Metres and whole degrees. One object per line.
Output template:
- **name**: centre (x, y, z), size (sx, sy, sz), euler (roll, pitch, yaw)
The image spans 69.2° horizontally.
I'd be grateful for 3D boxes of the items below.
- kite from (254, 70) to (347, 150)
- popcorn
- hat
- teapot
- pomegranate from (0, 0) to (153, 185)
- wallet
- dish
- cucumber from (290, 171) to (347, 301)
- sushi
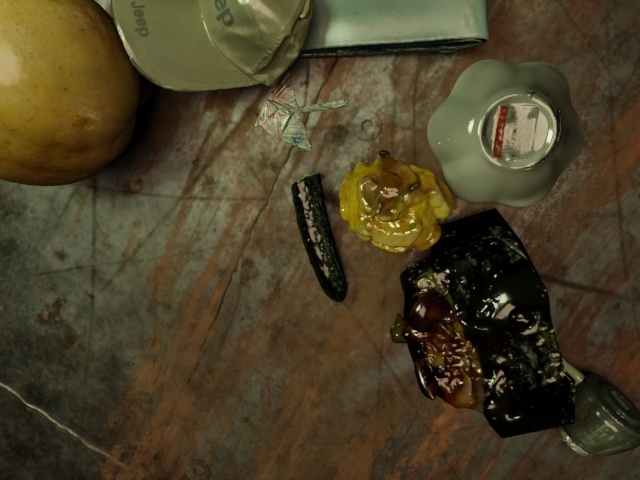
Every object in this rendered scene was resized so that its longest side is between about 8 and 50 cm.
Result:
- **kite**: centre (-0.035, -0.209, 0.734), size (0.152, 0.005, 0.138), euler (-18, 97, 9)
- **popcorn**: centre (0.108, -0.053, 0.676), size (0.167, 0.152, 0.149), euler (6, 59, 9)
- **hat**: centre (-0.142, -0.320, 0.630), size (0.244, 0.149, 0.215), euler (-21, 90, -34)
- **teapot**: centre (0.400, 0.265, 0.702), size (0.149, 0.111, 0.108), euler (32, 116, -4)
- **pomegranate**: centre (-0.403, -0.222, 0.639), size (0.306, 0.307, 0.308), euler (1, 99, 7)
- **wallet**: centre (0.096, -0.398, 0.663), size (0.290, 0.054, 0.252), euler (4, 94, 14)
- **dish**: centre (0.272, -0.154, 0.663), size (0.229, 0.081, 0.230), euler (1, 100, 8)
- **cucumber**: centre (0.000, 0.000, 0.741), size (0.058, 0.052, 0.215), euler (-19, 100, -25)
- **sushi**: centre (0.213, 0.122, 0.670), size (0.212, 0.215, 0.227), euler (-17, 117, 15)
